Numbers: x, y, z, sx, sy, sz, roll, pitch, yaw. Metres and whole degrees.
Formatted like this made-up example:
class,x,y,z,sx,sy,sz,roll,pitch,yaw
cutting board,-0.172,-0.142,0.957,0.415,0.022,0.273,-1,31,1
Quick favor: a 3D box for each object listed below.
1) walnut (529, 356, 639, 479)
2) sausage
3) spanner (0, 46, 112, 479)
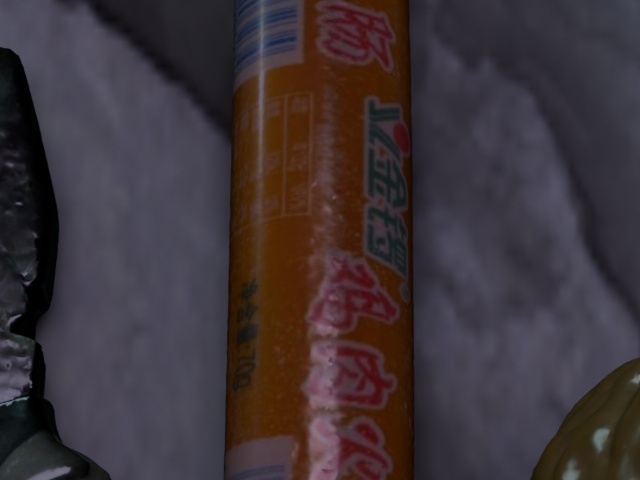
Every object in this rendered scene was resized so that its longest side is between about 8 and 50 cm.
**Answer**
class,x,y,z,sx,sy,sz,roll,pitch,yaw
walnut,0.117,0.114,0.465,0.155,0.155,0.184,3,70,-1
sausage,0.000,0.000,0.556,0.053,0.053,0.348,1,68,-2
spanner,-0.103,0.095,0.520,0.095,0.040,0.325,3,67,-1
